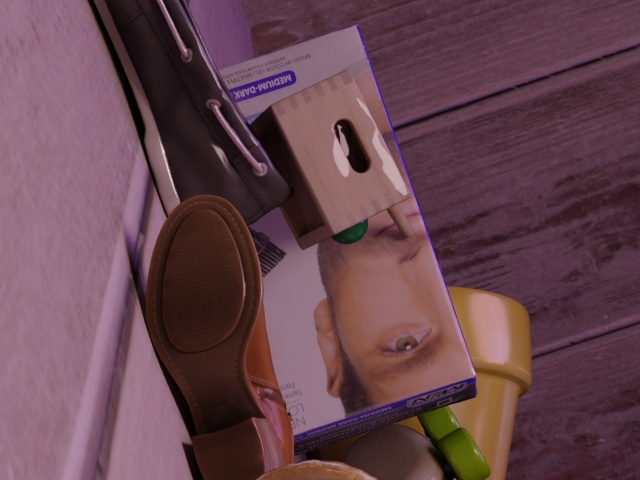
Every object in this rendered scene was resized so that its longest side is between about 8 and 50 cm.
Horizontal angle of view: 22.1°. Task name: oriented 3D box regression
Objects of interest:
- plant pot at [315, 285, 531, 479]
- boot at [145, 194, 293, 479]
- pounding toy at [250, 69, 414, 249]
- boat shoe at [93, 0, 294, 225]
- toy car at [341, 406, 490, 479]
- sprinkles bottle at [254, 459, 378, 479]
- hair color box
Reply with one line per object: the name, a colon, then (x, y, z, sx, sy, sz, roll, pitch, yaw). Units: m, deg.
plant pot: (0.095, 0.193, 1.685, 0.254, 0.254, 0.239, 64, 24, -69)
boot: (-0.059, 0.076, 1.060, 0.152, 0.073, 0.197, 46, 37, -80)
pounding toy: (0.020, -0.053, 1.311, 0.141, 0.100, 0.130, 63, -15, 0)
boat shoe: (-0.114, -0.165, 1.245, 0.112, 0.095, 0.335, -93, 165, -79)
toy car: (0.098, 0.270, 1.504, 0.188, 0.155, 0.149, 60, -2, -19)
sprinkles bottle: (0.030, 0.254, 1.051, 0.355, 0.121, 0.121, 67, 6, -60)
hair color box: (0.000, 0.000, 1.445, 0.110, 0.185, 0.339, 71, 0, -75)
